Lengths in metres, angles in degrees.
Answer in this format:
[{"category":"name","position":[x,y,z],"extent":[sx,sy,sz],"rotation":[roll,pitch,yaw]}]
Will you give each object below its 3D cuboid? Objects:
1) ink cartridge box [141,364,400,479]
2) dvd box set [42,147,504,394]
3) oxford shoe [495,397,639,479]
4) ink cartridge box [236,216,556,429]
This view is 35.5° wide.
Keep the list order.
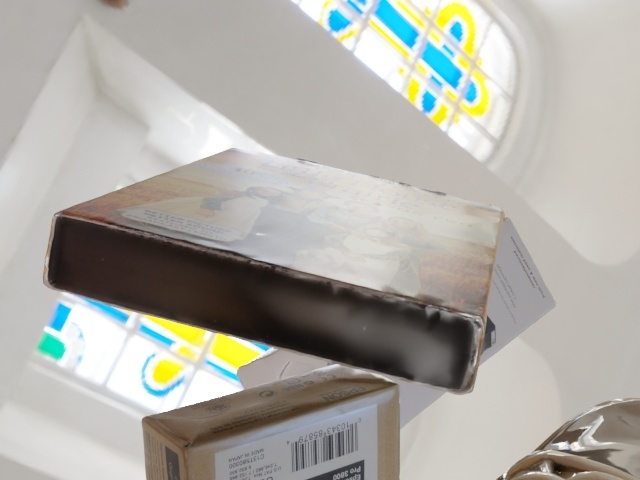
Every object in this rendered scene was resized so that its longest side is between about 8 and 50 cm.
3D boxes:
[{"category":"ink cartridge box","position":[-0.039,0.235,0.925],"extent":[0.088,0.234,0.193],"rotation":[16,-68,53]},{"category":"dvd box set","position":[0.000,0.000,0.860],"extent":[0.307,0.420,0.062],"rotation":[14,-76,10]},{"category":"oxford shoe","position":[0.117,0.156,0.419],"extent":[0.169,0.449,0.130],"rotation":[7,-71,29]},{"category":"ink cartridge box","position":[0.114,0.146,1.488],"extent":[0.395,0.166,0.285],"rotation":[-28,179,-40]}]
